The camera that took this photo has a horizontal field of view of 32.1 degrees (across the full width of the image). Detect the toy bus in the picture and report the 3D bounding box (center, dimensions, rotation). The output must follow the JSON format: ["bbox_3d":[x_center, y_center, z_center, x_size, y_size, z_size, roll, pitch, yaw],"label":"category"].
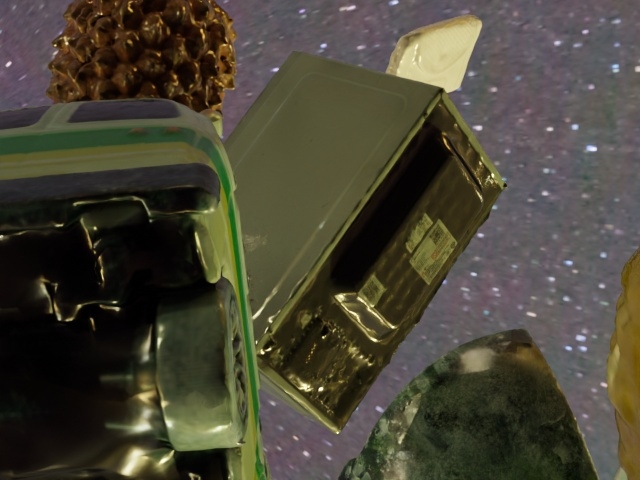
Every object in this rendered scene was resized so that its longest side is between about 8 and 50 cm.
[{"bbox_3d":[-0.079,0.089,0.408,0.134,0.164,0.276,-4,-66,1],"label":"toy bus"}]

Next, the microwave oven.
[{"bbox_3d":[0.000,0.000,1.065,0.295,0.237,0.181,-54,-45,-13],"label":"microwave oven"}]

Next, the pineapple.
[{"bbox_3d":[-0.217,-0.113,1.237,0.223,0.223,0.357,20,-117,-20],"label":"pineapple"}]

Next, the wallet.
[{"bbox_3d":[0.152,-0.241,1.512,0.183,0.032,0.124,-24,-37,-46],"label":"wallet"}]

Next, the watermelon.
[{"bbox_3d":[0.190,0.244,1.303,0.320,0.214,0.289,9,-101,20],"label":"watermelon"}]

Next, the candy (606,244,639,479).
[{"bbox_3d":[0.225,0.033,0.377,0.260,0.118,0.260,-7,-67,-17],"label":"candy"}]

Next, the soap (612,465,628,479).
[{"bbox_3d":[0.333,0.209,0.838,0.208,0.347,0.115,2,-129,1],"label":"soap"}]
